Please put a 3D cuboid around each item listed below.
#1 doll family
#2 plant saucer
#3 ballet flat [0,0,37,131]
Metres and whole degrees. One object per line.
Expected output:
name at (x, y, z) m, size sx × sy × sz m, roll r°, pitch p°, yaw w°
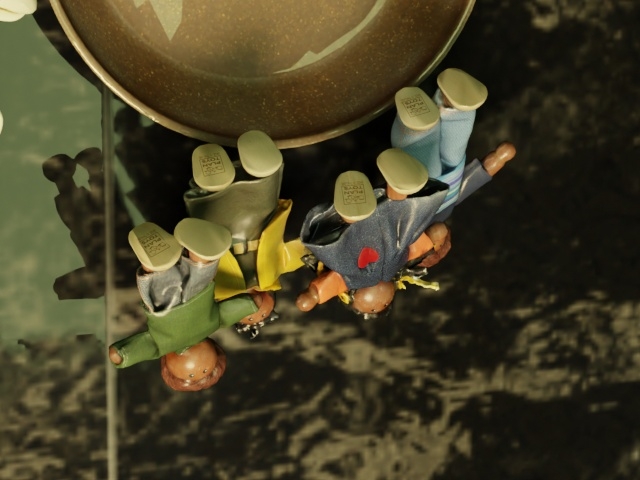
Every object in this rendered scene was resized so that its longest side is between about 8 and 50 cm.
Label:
doll family at (0.000, 0.000, 0.691) m, size 0.193 × 0.076 × 0.111 m, roll -14°, pitch 142°, yaw -9°
plant saucer at (-0.024, -0.138, 0.687) m, size 0.198 × 0.036 × 0.198 m, roll -5°, pitch 103°, yaw -20°
ballet flat at (-0.158, -0.076, 0.638) m, size 0.087 × 0.083 × 0.247 m, roll 11°, pitch 98°, yaw -46°
